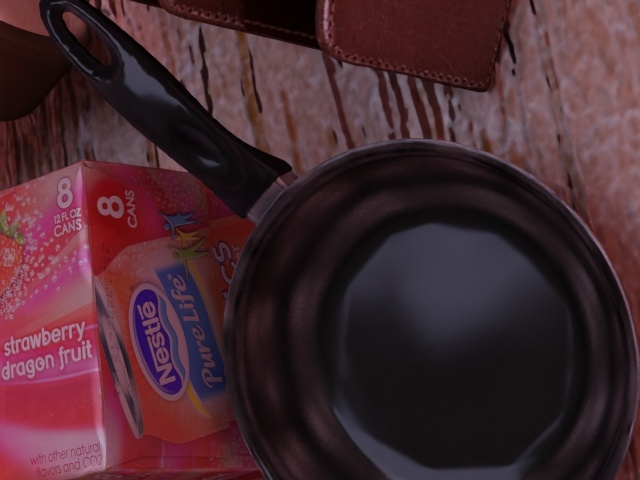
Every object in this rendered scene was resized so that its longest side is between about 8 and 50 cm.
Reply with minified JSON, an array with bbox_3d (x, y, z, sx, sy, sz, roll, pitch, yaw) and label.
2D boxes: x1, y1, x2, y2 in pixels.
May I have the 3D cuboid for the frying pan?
[{"bbox_3d":[-0.006,0.028,0.878,0.326,0.053,0.197,23,107,22],"label":"frying pan"}]

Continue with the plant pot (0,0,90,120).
[{"bbox_3d":[-0.297,-0.108,1.045,0.229,0.263,0.263,-47,56,14],"label":"plant pot"}]

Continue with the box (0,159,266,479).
[{"bbox_3d":[-0.164,0.069,1.013,0.300,0.142,0.154,-16,74,40],"label":"box"}]

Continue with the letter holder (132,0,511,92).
[{"bbox_3d":[-0.006,-0.240,0.852,0.152,0.214,0.301,21,99,42],"label":"letter holder"}]
